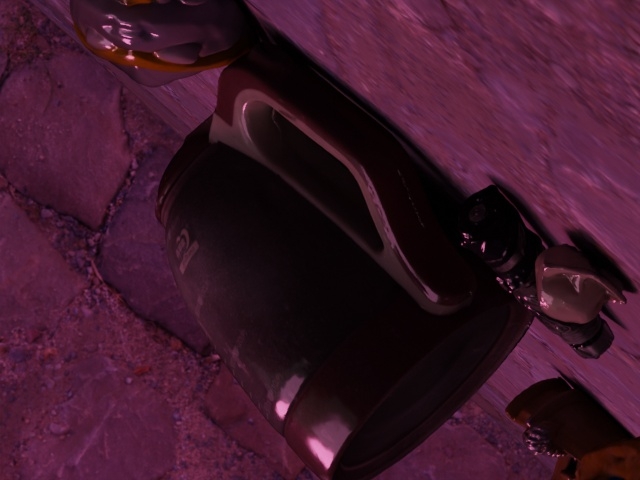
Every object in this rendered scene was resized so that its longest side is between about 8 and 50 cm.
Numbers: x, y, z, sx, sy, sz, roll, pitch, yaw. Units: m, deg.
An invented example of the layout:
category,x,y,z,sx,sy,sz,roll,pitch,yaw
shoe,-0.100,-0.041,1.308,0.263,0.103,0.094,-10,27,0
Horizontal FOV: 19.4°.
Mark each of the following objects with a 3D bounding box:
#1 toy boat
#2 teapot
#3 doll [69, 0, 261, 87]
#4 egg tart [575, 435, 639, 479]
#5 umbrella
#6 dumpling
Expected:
category,x,y,z,sx,sy,sz,roll,pitch,yaw
toy boat,0.307,0.272,1.979,0.321,0.121,0.089,44,170,-27
teapot,0.000,0.000,1.535,0.312,0.233,0.315,45,148,18
doll,-0.128,-0.186,1.440,0.316,0.145,0.103,79,176,-75
egg tart,0.322,0.298,1.333,0.388,0.169,0.388,31,159,14
umbrella,0.156,0.031,1.319,0.050,0.046,0.188,32,169,47
dumpling,0.169,0.026,1.219,0.076,0.057,0.052,81,-173,-46
